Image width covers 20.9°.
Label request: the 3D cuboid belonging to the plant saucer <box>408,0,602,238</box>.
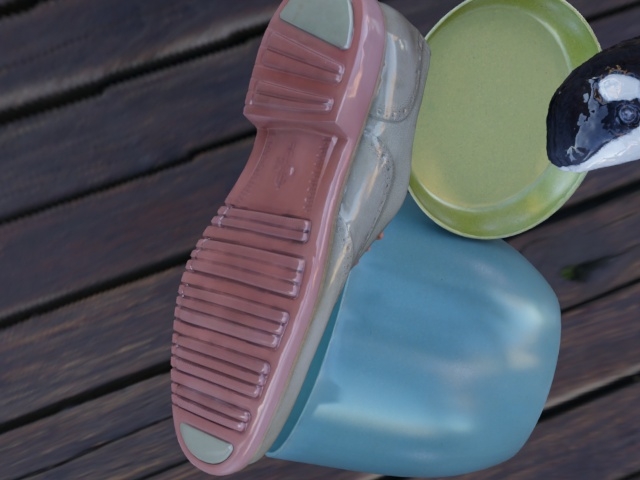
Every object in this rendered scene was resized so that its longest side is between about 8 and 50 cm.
[{"bbox_3d":[0.164,-0.121,1.632,0.241,0.037,0.241,-9,109,-28],"label":"plant saucer"}]

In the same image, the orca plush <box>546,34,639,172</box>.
[{"bbox_3d":[0.262,-0.128,1.099,0.287,0.151,0.102,-15,101,-10],"label":"orca plush"}]

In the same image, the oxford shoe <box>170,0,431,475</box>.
[{"bbox_3d":[0.000,0.000,1.367,0.146,0.140,0.397,18,92,-47],"label":"oxford shoe"}]

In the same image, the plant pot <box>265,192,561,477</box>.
[{"bbox_3d":[0.096,0.101,1.714,0.235,0.293,0.293,16,76,-10],"label":"plant pot"}]
